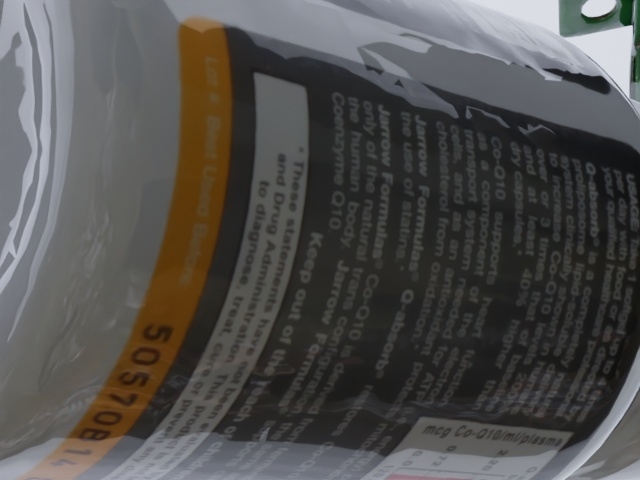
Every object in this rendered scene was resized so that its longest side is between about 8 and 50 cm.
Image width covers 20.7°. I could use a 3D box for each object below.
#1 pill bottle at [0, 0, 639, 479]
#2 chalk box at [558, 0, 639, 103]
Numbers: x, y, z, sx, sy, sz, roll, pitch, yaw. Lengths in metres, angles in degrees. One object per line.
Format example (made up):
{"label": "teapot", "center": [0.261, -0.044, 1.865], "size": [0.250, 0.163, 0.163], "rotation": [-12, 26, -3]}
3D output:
{"label": "pill bottle", "center": [0.000, 0.000, 0.507], "size": [0.278, 0.162, 0.162], "rotation": [12, -80, -42]}
{"label": "chalk box", "center": [0.352, -0.208, 1.509], "size": [0.288, 0.180, 0.179], "rotation": [4, -109, 10]}
